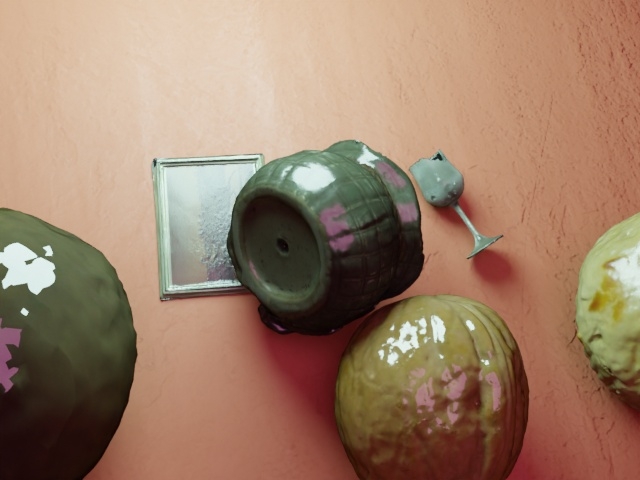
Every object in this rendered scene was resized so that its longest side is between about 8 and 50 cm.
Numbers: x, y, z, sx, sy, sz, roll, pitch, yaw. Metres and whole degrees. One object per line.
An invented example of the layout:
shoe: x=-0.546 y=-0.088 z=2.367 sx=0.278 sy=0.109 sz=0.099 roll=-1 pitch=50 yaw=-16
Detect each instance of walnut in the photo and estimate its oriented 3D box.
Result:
walnut: x=0.168 y=0.246 z=1.149 sx=0.333 sy=0.333 sz=0.332 roll=2 pitch=74 yaw=-8

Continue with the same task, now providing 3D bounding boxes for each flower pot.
flower pot: x=0.000 y=0.000 z=1.194 sx=0.213 sy=0.302 sz=0.301 roll=-21 pitch=77 yaw=-43

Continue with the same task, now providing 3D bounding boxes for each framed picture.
framed picture: x=-0.183 y=-0.029 z=1.305 sx=0.197 sy=0.014 sz=0.252 roll=-4 pitch=75 yaw=-10

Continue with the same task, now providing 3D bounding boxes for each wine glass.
wine glass: x=0.237 y=-0.067 z=1.350 sx=0.079 sy=0.079 sz=0.195 roll=-32 pitch=83 yaw=-16

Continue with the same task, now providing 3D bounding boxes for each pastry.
pastry: x=0.620 y=0.115 z=1.240 sx=0.389 sy=0.312 sz=0.388 roll=1 pitch=73 yaw=-4

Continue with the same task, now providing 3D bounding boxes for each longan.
longan: x=-0.452 y=0.171 z=1.016 sx=0.404 sy=0.404 sz=0.435 roll=22 pitch=69 yaw=-3
